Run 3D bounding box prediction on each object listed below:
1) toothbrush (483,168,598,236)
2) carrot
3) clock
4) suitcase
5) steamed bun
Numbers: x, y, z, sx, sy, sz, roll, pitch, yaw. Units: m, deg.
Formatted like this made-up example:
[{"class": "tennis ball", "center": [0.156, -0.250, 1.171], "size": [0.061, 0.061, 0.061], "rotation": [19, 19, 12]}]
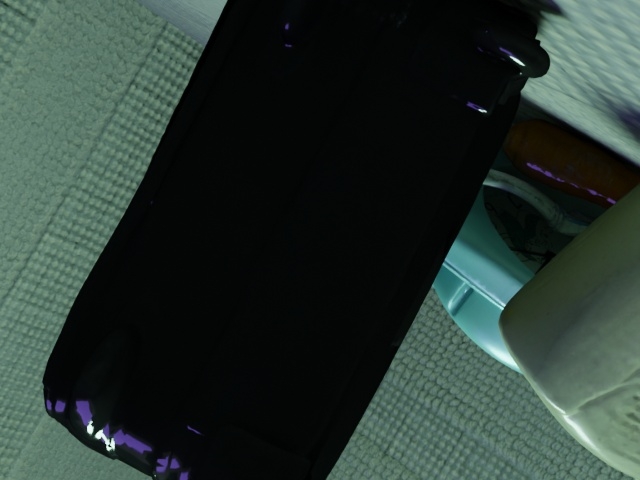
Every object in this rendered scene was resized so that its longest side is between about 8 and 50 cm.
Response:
[{"class": "toothbrush", "center": [0.235, -0.009, 1.149], "size": [0.413, 0.042, 0.035], "rotation": [14, -164, -30]}, {"class": "carrot", "center": [0.242, -0.034, 1.093], "size": [0.216, 0.048, 0.048], "rotation": [29, -178, 3]}, {"class": "clock", "center": [0.185, 0.025, 1.181], "size": [0.274, 0.094, 0.223], "rotation": [43, -144, 10]}, {"class": "suitcase", "center": [0.000, 0.000, 0.882], "size": [0.188, 0.345, 0.339], "rotation": [26, -179, 10]}, {"class": "steamed bun", "center": [0.260, 0.062, 0.955], "size": [0.250, 0.200, 0.155], "rotation": [33, -156, -27]}]
